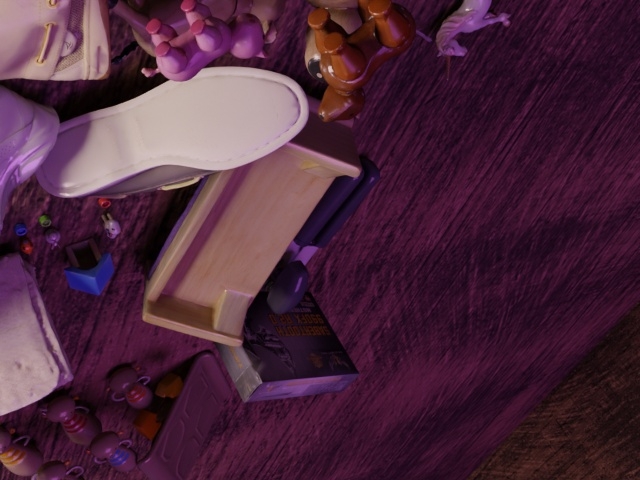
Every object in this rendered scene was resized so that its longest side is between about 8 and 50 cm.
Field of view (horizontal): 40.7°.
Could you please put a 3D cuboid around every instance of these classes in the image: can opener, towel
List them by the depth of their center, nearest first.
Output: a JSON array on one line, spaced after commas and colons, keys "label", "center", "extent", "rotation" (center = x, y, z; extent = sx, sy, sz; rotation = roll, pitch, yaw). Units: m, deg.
[{"label": "towel", "center": [-0.458, 0.142, 1.035], "extent": [0.282, 0.187, 0.049], "rotation": [-21, -177, -17]}, {"label": "can opener", "center": [0.000, 0.000, 1.328], "extent": [0.076, 0.095, 0.283], "rotation": [3, 135, -47]}]

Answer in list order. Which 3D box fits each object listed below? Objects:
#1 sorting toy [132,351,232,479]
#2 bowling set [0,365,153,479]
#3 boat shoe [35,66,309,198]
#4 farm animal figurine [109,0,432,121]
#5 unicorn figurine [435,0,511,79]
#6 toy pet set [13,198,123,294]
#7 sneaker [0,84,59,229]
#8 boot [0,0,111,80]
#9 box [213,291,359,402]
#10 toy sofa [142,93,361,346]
[{"label": "sorting toy", "center": [-0.250, 0.306, 1.517], "extent": [0.229, 0.041, 0.307], "rotation": [-61, 161, -26]}, {"label": "bowling set", "center": [-0.375, 0.344, 1.392], "extent": [0.287, 0.200, 0.154], "rotation": [-32, 149, -9]}, {"label": "boat shoe", "center": [-0.156, -0.114, 0.946], "extent": [0.305, 0.109, 0.091], "rotation": [-13, 177, 8]}, {"label": "farm animal figurine", "center": [-0.012, -0.249, 0.837], "extent": [0.326, 0.330, 0.172], "rotation": [-60, 148, -9]}, {"label": "unicorn figurine", "center": [0.208, -0.300, 1.131], "extent": [0.111, 0.060, 0.161], "rotation": [-12, 128, -31]}, {"label": "toy pet set", "center": [-0.308, 0.018, 1.094], "extent": [0.122, 0.065, 0.114], "rotation": [-21, 148, -19]}, {"label": "sneaker", "center": [-0.369, -0.059, 0.868], "extent": [0.115, 0.090, 0.232], "rotation": [35, 77, -43]}, {"label": "boot", "center": [-0.287, -0.235, 0.716], "extent": [0.204, 0.095, 0.262], "rotation": [-13, 141, -19]}, {"label": "box", "center": [-0.067, 0.170, 1.430], "extent": [0.231, 0.183, 0.056], "rotation": [5, 133, -46]}, {"label": "toy sofa", "center": [-0.104, -0.044, 1.146], "extent": [0.150, 0.177, 0.362], "rotation": [18, 127, -24]}]
